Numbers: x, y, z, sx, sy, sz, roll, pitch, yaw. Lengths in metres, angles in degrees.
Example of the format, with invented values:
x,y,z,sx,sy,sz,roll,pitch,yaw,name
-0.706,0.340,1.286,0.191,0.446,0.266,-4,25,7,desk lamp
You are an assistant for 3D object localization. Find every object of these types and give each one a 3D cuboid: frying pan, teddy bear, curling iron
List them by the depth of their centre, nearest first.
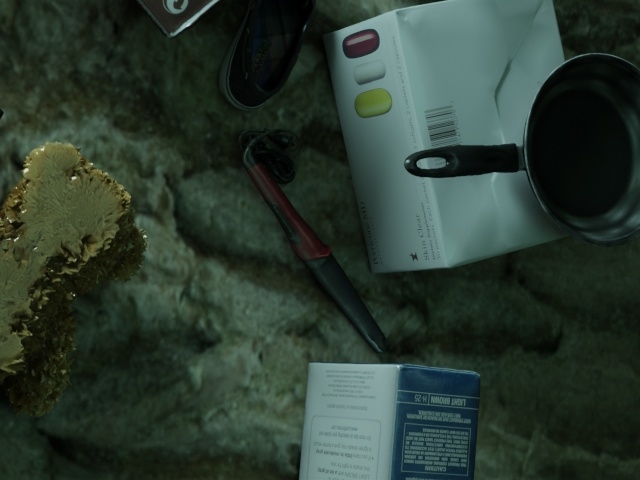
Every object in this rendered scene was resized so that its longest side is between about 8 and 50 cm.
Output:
x,y,z,sx,sy,sz,roll,pitch,yaw,name
-0.313,0.061,1.469,0.245,0.113,0.338,29,81,-17,teddy bear
0.232,-0.062,1.630,0.326,0.053,0.197,-31,102,-27,frying pan
0.000,0.000,1.672,0.068,0.035,0.274,-36,103,-26,curling iron

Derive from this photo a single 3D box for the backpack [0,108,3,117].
x,y,z,sx,sy,sz,roll,pitch,yaw,name
-0.386,-0.152,1.422,0.158,0.117,0.173,-28,101,-27,backpack

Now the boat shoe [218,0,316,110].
x,y,z,sx,sy,sz,roll,pitch,yaw,name
-0.038,-0.240,1.644,0.080,0.076,0.228,29,74,-24,boat shoe

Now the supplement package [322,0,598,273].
x,y,z,sx,sy,sz,roll,pitch,yaw,name
0.145,-0.114,1.697,0.204,0.145,0.261,-14,93,-30,supplement package

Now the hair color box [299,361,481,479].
x,y,z,sx,sy,sz,roll,pitch,yaw,name
0.058,0.296,1.606,0.105,0.174,0.347,9,83,-30,hair color box

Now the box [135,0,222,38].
x,y,z,sx,sy,sz,roll,pitch,yaw,name
-0.215,-0.378,1.472,0.143,0.191,0.381,-41,109,3,box
